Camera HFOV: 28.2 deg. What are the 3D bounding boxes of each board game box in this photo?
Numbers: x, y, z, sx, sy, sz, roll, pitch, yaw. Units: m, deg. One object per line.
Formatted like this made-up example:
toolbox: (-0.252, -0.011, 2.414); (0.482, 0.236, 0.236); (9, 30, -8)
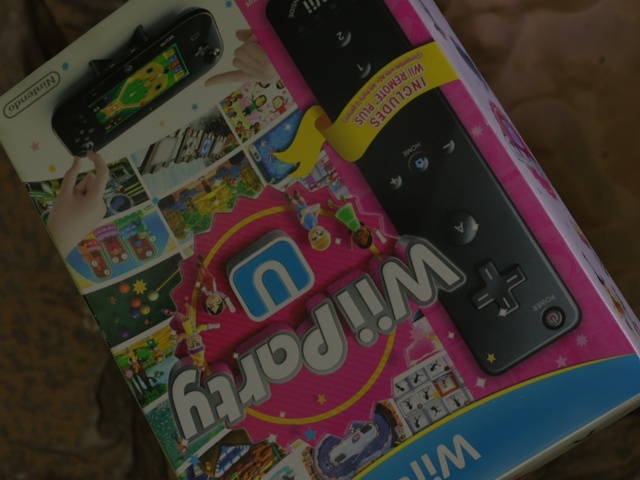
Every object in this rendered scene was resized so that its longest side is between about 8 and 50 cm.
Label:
board game box: (0.000, 0.000, 0.647); (0.224, 0.097, 0.303); (-34, 75, 12)
